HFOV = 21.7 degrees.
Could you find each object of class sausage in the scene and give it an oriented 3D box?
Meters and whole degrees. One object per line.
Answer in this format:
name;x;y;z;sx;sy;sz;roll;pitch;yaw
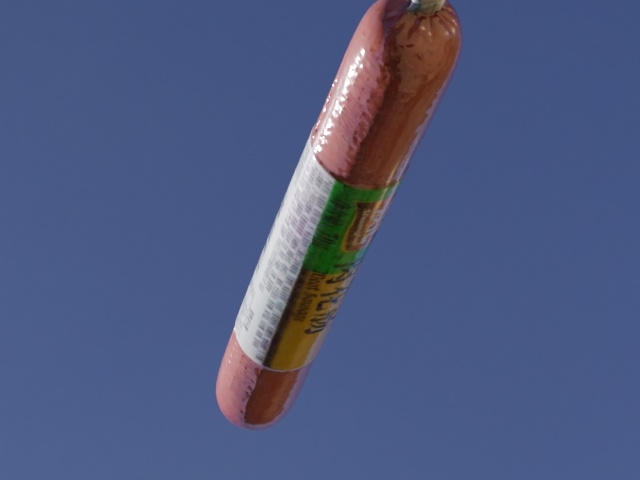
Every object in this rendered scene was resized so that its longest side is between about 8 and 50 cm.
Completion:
sausage;0.000;0.000;0.497;0.029;0.029;0.223;-17;-27;-27
